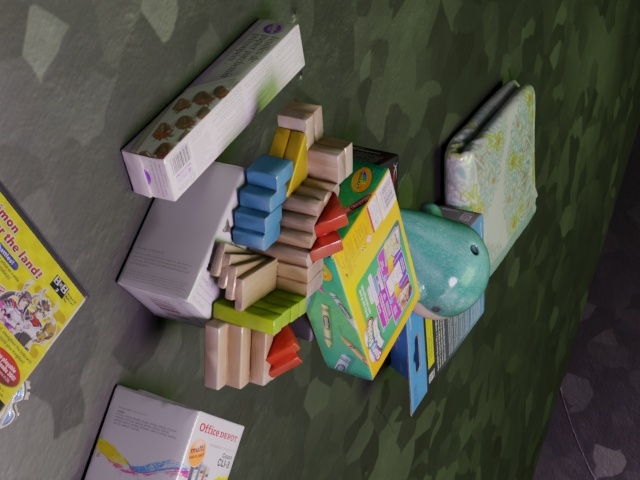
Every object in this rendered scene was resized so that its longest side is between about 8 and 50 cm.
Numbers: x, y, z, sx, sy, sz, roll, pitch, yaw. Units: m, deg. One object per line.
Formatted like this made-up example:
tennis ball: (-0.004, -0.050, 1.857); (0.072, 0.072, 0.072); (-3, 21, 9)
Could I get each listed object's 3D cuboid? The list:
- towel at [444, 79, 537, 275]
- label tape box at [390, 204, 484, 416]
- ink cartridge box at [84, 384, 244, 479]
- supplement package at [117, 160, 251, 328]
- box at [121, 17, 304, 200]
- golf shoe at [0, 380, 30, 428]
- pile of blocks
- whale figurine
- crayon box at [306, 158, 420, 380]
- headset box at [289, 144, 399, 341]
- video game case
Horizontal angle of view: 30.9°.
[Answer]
towel: (0.346, -0.118, 2.376); (0.374, 0.090, 0.320); (-47, 138, -46)
label tape box: (0.192, 0.122, 2.144); (0.334, 0.106, 0.240); (-46, 140, -44)
ink cartridge box: (-0.196, 0.283, 1.415); (0.128, 0.127, 0.176); (37, 67, -62)
supplement package: (-0.148, 0.003, 1.409); (0.179, 0.105, 0.105); (-69, 152, -18)
box: (-0.124, -0.167, 1.429); (0.324, 0.063, 0.067); (-53, 146, -40)
golf shoe: (-0.323, 0.101, 1.153); (0.086, 0.069, 0.176); (17, 85, -58)
pile of blocks: (-0.039, 0.011, 1.383); (0.149, 0.112, 0.362); (16, 87, -66)
whale figurine: (0.173, 0.008, 1.923); (0.272, 0.141, 0.216); (42, 47, -21)
crayon box: (0.049, 0.043, 1.597); (0.165, 0.081, 0.278); (-57, 147, -31)
headset box: (0.000, 0.000, 1.699); (0.293, 0.110, 0.218); (-31, 129, -56)
video game case: (-0.353, 0.046, 1.027); (0.248, 0.035, 0.275); (-58, 133, -33)
